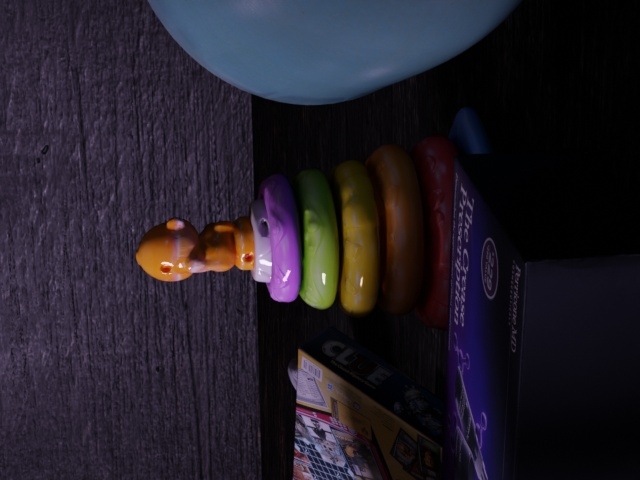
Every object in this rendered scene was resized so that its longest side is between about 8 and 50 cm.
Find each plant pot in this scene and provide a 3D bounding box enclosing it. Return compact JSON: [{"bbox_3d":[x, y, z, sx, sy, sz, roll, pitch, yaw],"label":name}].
[{"bbox_3d":[0.037,-0.246,1.188,0.235,0.293,0.293,-177,83,-65],"label":"plant pot"}]

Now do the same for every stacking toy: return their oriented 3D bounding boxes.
[{"bbox_3d":[0.000,0.000,1.390,0.166,0.301,0.175,-103,12,-44],"label":"stacking toy"}]

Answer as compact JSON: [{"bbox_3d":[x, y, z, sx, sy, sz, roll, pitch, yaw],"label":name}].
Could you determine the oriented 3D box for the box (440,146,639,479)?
[{"bbox_3d":[0.150,0.092,1.130,0.184,0.103,0.261,-118,26,-64],"label":"box"}]

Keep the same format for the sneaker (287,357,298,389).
[{"bbox_3d":[0.021,0.225,1.994,0.268,0.101,0.153,-143,53,-75],"label":"sneaker"}]

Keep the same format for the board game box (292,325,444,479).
[{"bbox_3d":[0.079,0.196,1.369,0.243,0.042,0.165,33,137,31],"label":"board game box"}]
